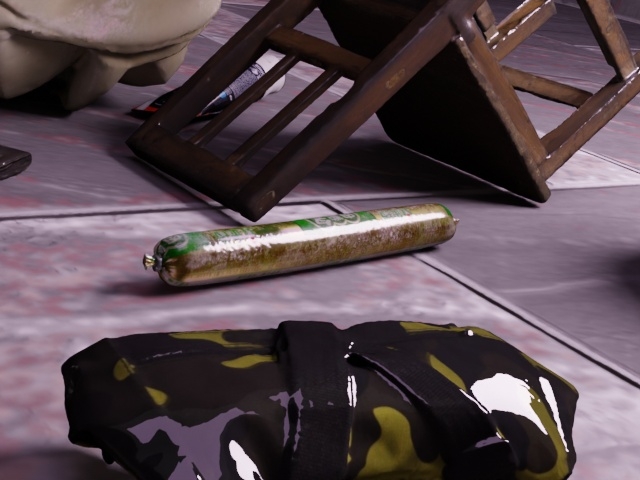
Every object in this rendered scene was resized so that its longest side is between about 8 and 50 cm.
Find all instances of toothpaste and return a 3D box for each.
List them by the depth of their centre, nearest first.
[{"bbox_3d":[-0.103,-0.145,1.057,0.071,0.045,0.193,9,23,25],"label":"toothpaste"}]

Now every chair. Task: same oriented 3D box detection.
[{"bbox_3d":[0.086,-0.128,0.914,0.203,0.416,0.240,31,-16,45],"label":"chair"}]

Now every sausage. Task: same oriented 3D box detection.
[{"bbox_3d":[0.000,0.000,0.690,0.269,0.033,0.033,-8,25,-42],"label":"sausage"}]

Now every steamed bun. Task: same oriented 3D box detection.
[{"bbox_3d":[-0.235,-0.224,0.970,0.310,0.219,0.324,8,38,46],"label":"steamed bun"}]

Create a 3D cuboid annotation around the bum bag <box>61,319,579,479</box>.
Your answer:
[{"bbox_3d":[0.013,0.072,0.448,0.232,0.060,0.106,-1,30,-23],"label":"bum bag"}]

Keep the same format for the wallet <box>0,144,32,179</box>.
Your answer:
[{"bbox_3d":[-0.292,-0.068,0.770,0.157,0.018,0.082,16,20,16],"label":"wallet"}]
